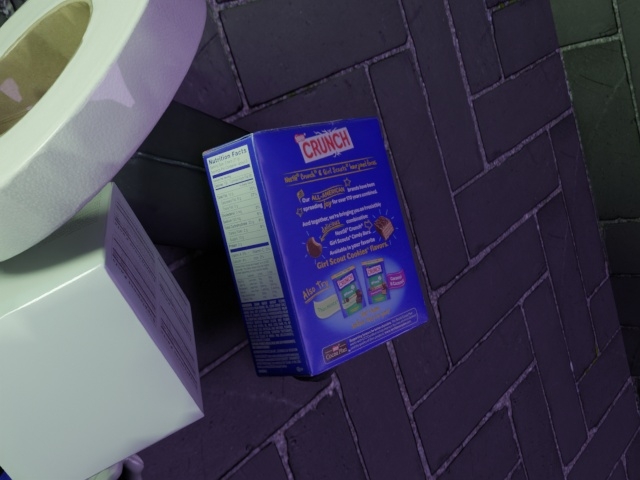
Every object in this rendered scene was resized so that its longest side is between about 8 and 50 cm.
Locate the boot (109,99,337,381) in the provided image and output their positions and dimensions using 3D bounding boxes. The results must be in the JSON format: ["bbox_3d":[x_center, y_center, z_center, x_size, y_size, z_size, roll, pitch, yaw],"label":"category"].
[{"bbox_3d":[-0.145,0.005,1.148,0.445,0.146,0.367,17,67,-49],"label":"boot"}]

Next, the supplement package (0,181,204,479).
[{"bbox_3d":[-0.267,0.097,0.880,0.199,0.262,0.198,-28,114,-1],"label":"supplement package"}]

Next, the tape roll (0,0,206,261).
[{"bbox_3d":[-0.282,-0.154,0.832,0.072,0.392,0.392,43,58,-37],"label":"tape roll"}]

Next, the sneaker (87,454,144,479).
[{"bbox_3d":[-0.265,0.393,1.020,0.110,0.118,0.292,-10,96,-49],"label":"sneaker"}]

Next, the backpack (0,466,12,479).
[{"bbox_3d":[-0.368,0.258,0.933,0.101,0.098,0.120,75,30,-44],"label":"backpack"}]

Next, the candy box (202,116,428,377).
[{"bbox_3d":[0.000,0.000,1.126,0.268,0.122,0.317,-16,94,-47],"label":"candy box"}]
